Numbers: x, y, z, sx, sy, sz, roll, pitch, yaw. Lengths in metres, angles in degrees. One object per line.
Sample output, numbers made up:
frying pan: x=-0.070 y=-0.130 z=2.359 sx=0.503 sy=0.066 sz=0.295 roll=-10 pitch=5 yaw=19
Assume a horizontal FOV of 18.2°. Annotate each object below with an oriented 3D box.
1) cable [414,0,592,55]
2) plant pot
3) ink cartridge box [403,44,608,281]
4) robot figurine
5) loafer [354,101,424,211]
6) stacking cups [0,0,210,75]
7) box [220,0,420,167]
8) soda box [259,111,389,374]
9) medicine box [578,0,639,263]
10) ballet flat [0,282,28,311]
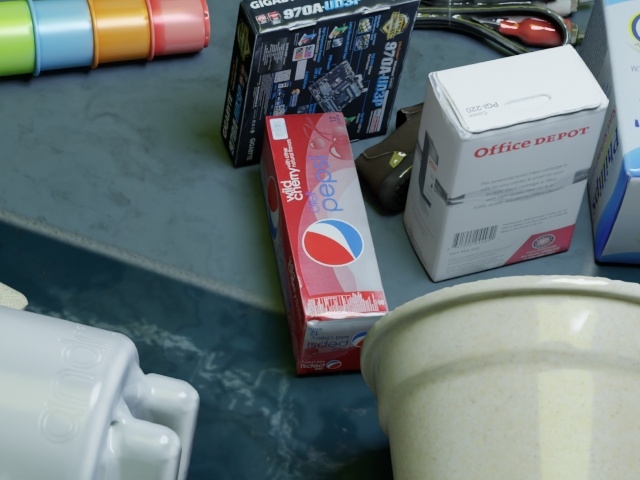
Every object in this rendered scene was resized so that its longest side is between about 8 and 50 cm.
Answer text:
cable: x=0.169 y=-0.246 z=2.228 sx=0.287 sy=0.072 sz=0.139 roll=-6 pitch=68 yaw=3
plant pot: x=0.191 y=0.238 z=1.672 sx=0.333 sy=0.334 sz=0.305 roll=6 pitch=61 yaw=-3
ink cartridge box: x=0.177 y=-0.075 z=1.963 sx=0.158 sy=0.218 sz=0.092 roll=-13 pitch=53 yaw=-17
robot figurine: x=-0.288 y=0.155 z=1.729 sx=0.353 sy=0.200 sz=0.300 roll=12 pitch=27 yaw=3
loafer: x=0.116 y=-0.122 z=2.083 sx=0.078 sy=0.080 sz=0.220 roll=36 pitch=56 yaw=20
stacking cups: x=-0.276 y=-0.225 z=2.108 sx=0.316 sy=0.096 sz=0.096 roll=-10 pitch=53 yaw=-14
box: x=-0.004 y=-0.172 z=2.019 sx=0.175 sy=0.220 sz=0.051 roll=-14 pitch=59 yaw=-17
soda box: x=0.000 y=0.000 z=1.961 sx=0.083 sy=0.092 sz=0.263 roll=-3 pitch=51 yaw=-10
medicine box: x=0.416 y=-0.120 z=2.075 sx=0.263 sy=0.149 sz=0.289 roll=3 pitch=50 yaw=-4
ballet flat: x=-0.363 y=0.048 z=1.903 sx=0.168 sy=0.052 sz=0.057 roll=5 pitch=50 yaw=-3
